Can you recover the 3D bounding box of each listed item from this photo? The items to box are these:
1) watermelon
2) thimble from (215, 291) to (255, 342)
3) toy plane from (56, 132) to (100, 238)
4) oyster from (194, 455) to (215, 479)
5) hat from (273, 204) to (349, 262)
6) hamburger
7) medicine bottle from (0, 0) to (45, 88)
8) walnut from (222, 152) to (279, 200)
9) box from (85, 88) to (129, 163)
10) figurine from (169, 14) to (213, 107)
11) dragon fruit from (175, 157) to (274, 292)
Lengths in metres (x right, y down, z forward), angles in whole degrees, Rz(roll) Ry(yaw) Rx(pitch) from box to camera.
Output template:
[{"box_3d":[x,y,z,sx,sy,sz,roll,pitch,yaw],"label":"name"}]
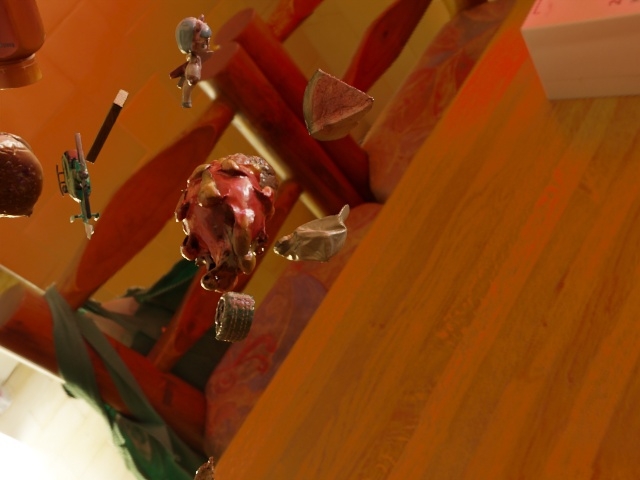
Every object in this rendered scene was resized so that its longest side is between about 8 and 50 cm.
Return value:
[{"box_3d":[0.044,-0.399,1.675,0.202,0.207,0.136,-9,13,-5],"label":"watermelon"},{"box_3d":[-0.242,0.212,1.615,0.118,0.090,0.135,-113,38,-57],"label":"thimble"},{"box_3d":[-0.540,-0.117,1.290,0.096,0.060,0.235,-17,83,46],"label":"toy plane"},{"box_3d":[-0.259,0.574,1.324,0.086,0.029,0.132,34,105,30],"label":"oyster"},{"box_3d":[-0.001,-0.006,1.077,0.122,0.081,0.166,-27,8,28],"label":"hat"},{"box_3d":[-0.907,-0.177,1.603,0.243,0.286,0.146,-33,58,-20],"label":"hamburger"},{"box_3d":[-0.635,-0.421,1.125,0.149,0.222,0.112,1,36,6],"label":"medicine bottle"},{"box_3d":[-0.213,-0.156,1.578,0.178,0.230,0.178,2,96,19],"label":"walnut"},{"box_3d":[-0.599,-0.321,1.610,0.193,0.030,0.121,-53,25,22],"label":"box"},{"box_3d":[-0.379,-0.503,1.639,0.205,0.102,0.260,-86,12,-57],"label":"figurine"},{"box_3d":[-0.214,-0.041,1.321,0.227,0.307,0.243,-5,2,1],"label":"dragon fruit"}]
